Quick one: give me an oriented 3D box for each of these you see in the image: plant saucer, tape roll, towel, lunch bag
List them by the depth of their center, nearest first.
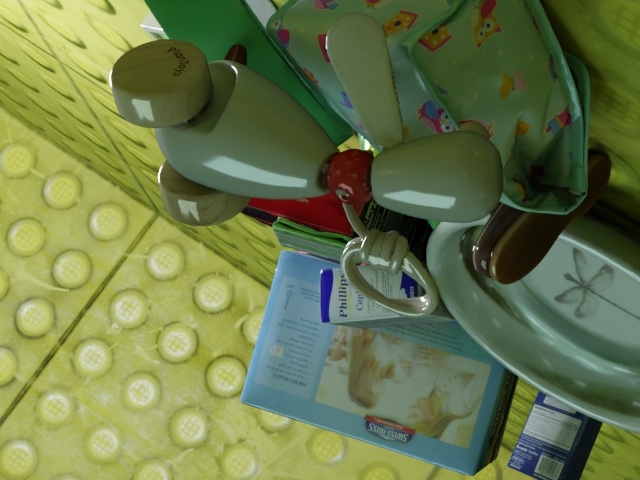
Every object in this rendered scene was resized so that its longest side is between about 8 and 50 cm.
[{"bbox_3d":[0.116,-0.139,1.233,0.223,0.160,0.262,20,156,52],"label":"lunch bag"},{"bbox_3d":[-0.088,-0.217,1.377,0.321,0.077,0.321,53,-170,-13],"label":"tape roll"},{"bbox_3d":[0.317,0.074,1.574,0.400,0.100,0.400,31,157,15],"label":"plant saucer"},{"bbox_3d":[0.000,0.000,1.653,0.113,0.023,0.152,15,172,3],"label":"towel"}]

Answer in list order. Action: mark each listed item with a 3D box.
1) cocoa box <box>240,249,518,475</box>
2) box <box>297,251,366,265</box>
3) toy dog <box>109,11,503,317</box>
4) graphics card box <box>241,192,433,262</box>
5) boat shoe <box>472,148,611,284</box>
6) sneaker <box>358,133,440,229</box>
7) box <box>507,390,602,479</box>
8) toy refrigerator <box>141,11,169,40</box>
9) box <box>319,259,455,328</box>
[{"bbox_3d":[0.099,0.167,1.908,0.347,0.231,0.228,16,180,14],"label":"cocoa box"},{"bbox_3d":[0.083,0.040,2.184,0.123,0.128,0.257,42,168,-28],"label":"box"},{"bbox_3d":[-0.005,-0.096,1.133,0.334,0.161,0.220,23,144,6],"label":"toy dog"},{"bbox_3d":[0.032,-0.034,1.800,0.233,0.094,0.371,16,176,28],"label":"graphics card box"},{"bbox_3d":[0.204,-0.029,1.327,0.073,0.207,0.073,23,133,31],"label":"boat shoe"},{"bbox_3d":[0.142,-0.082,1.618,0.295,0.109,0.123,38,-157,-49],"label":"sneaker"},{"bbox_3d":[0.364,0.249,1.985,0.036,0.225,0.136,25,175,-25],"label":"box"},{"bbox_3d":[-0.100,-0.215,1.743,0.269,0.094,0.102,43,167,-37],"label":"toy refrigerator"},{"bbox_3d":[0.086,0.070,1.722,0.137,0.072,0.126,-7,170,26],"label":"box"}]
